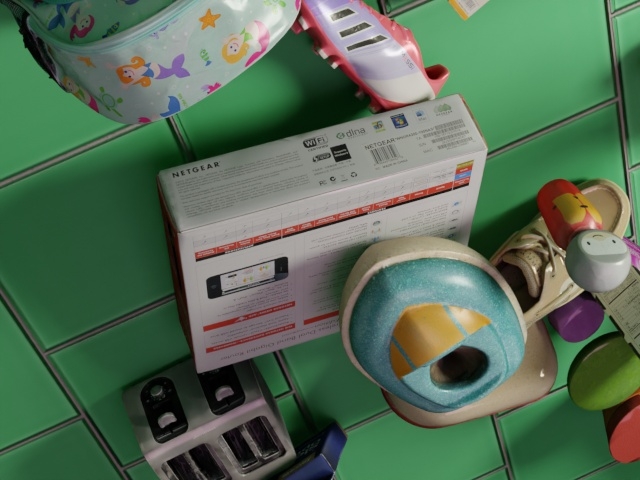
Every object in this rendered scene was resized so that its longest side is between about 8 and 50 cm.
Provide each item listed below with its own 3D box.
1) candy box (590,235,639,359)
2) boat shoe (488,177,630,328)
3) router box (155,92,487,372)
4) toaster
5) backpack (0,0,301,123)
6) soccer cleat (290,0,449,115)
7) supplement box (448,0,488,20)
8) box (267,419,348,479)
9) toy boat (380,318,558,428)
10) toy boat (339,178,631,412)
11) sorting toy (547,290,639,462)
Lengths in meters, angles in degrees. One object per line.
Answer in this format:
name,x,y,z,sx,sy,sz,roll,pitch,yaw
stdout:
candy box,0.420,0.086,1.617,0.159,0.233,0.071,28,114,-40
boat shoe,0.262,0.037,1.551,0.302,0.109,0.098,-42,166,-1
router box,0.000,0.000,1.404,0.335,0.082,0.301,-16,149,-12
toaster,-0.135,0.235,1.581,0.168,0.110,0.186,-25,135,-1
backpack,-0.148,-0.223,1.049,0.225,0.253,0.191,-37,139,-9
soccer cleat,0.045,-0.207,1.300,0.095,0.083,0.248,-45,135,3
supplement box,0.165,-0.281,1.296,0.098,0.062,0.036,-40,132,11
box,-0.036,0.305,1.638,0.136,0.225,0.036,-35,92,8
toy boat,0.187,0.167,1.671,0.231,0.151,0.151,-14,162,-13
toy boat,0.177,0.066,1.372,0.318,0.148,0.267,-37,133,13
sorting toy,0.381,0.162,1.756,0.127,0.126,0.365,-36,130,3
